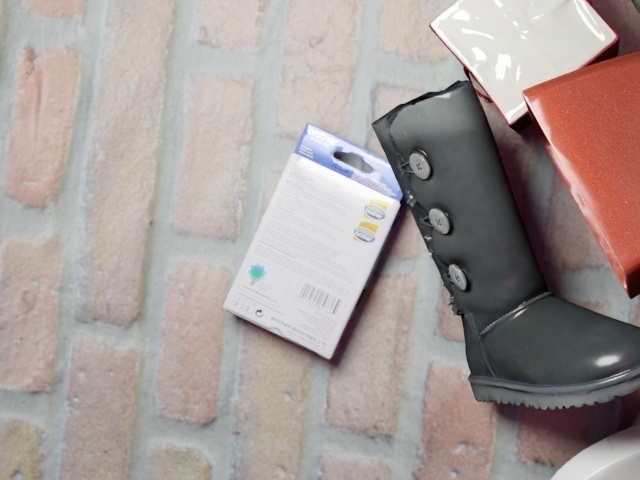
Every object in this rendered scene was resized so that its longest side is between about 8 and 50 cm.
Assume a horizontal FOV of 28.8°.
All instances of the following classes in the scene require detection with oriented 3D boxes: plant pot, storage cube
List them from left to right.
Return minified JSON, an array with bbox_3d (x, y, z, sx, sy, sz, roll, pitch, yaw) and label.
[{"bbox_3d":[0.287,-0.282,1.735,0.215,0.193,0.184,-38,84,12],"label":"storage cube"},{"bbox_3d":[0.435,-0.106,1.602,0.235,0.267,0.267,-28,76,10],"label":"plant pot"}]

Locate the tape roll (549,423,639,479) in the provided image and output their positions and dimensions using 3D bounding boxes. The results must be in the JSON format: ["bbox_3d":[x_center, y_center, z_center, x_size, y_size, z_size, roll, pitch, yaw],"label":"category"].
[{"bbox_3d":[0.470,0.440,1.715,0.392,0.072,0.392,-1,108,-2],"label":"tape roll"}]

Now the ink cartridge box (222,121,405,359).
[{"bbox_3d":[0.000,0.000,1.874,0.185,0.065,0.311,25,99,10],"label":"ink cartridge box"}]

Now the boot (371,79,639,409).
[{"bbox_3d":[0.259,-0.006,1.673,0.367,0.146,0.445,-13,95,56],"label":"boot"}]

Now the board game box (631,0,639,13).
[{"bbox_3d":[0.448,-0.395,1.682,0.097,0.224,0.303,-31,86,9],"label":"board game box"}]

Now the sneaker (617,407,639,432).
[{"bbox_3d":[0.406,0.333,1.780,0.108,0.100,0.272,31,98,15],"label":"sneaker"}]
